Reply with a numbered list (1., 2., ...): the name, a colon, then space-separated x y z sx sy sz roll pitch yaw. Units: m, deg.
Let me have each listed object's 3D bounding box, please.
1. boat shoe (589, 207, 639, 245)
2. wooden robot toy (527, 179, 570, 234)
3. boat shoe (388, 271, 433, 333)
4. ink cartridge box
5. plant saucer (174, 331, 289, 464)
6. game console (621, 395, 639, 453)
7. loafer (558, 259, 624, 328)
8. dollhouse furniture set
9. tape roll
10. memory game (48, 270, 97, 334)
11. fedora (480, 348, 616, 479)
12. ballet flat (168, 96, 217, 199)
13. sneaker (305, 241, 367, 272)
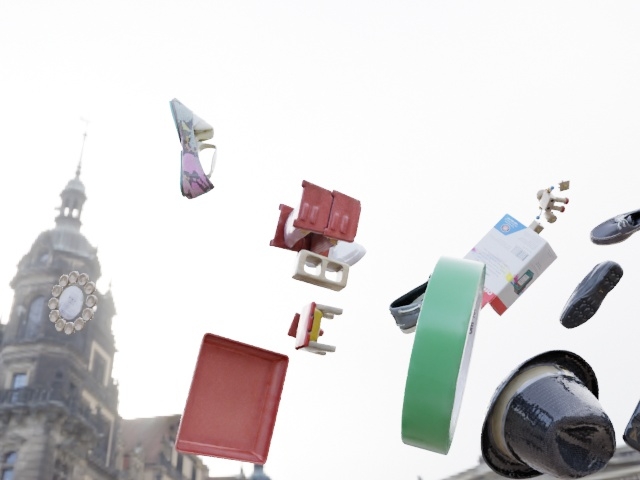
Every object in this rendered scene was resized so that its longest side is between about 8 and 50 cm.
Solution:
1. boat shoe: 0.752 -0.050 1.742 0.206 0.075 0.065 -22 -40 27
2. wooden robot toy: 0.615 -0.105 1.935 0.076 0.079 0.173 7 -60 -19
3. boat shoe: 0.333 0.137 1.996 0.319 0.116 0.099 -36 -70 9
4. ink cartridge box: 0.391 0.069 1.586 0.231 0.134 0.078 -46 -46 2
5. plant saucer: -0.202 0.358 1.610 0.048 0.258 0.259 -2 -20 46
6. game console: 0.822 0.351 1.485 0.250 0.293 0.173 31 -20 15
7. loafer: 0.711 0.143 1.899 0.076 0.078 0.223 43 -93 -13
8. dollhouse furniture set: -0.037 0.074 1.637 0.152 0.374 0.201 18 -22 -15
9. tape roll: 0.208 0.188 1.190 0.077 0.321 0.321 12 -30 16
10. memory game: -0.713 0.180 2.055 0.186 0.186 0.012 -18 -19 23
11. fedora: 0.486 0.385 1.442 0.334 0.152 0.334 -10 -67 -25
12. ballet flat: -0.234 -0.177 1.342 0.079 0.221 0.077 -12 -27 -3
13. sneaker: 0.000 0.000 2.134 0.292 0.108 0.169 -3 -53 54
